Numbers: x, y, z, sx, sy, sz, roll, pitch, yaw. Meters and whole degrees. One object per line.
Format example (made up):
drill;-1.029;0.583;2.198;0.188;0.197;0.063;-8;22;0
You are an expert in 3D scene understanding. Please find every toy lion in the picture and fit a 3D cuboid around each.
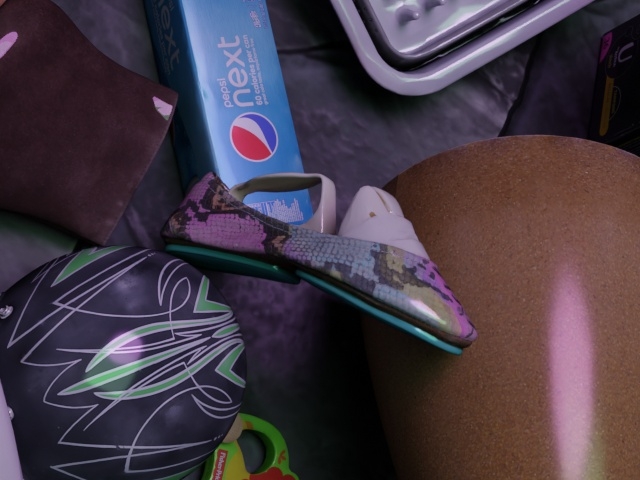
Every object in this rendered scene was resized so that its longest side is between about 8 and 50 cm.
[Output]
toy lion;-0.047;0.172;0.770;0.096;0.034;0.100;20;71;-29

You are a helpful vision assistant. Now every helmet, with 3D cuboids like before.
helmet;-0.127;0.080;0.675;0.169;0.161;0.169;6;75;-25

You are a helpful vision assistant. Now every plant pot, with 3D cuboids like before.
plant pot;0.134;0.107;0.715;0.237;0.237;0.254;20;50;-21

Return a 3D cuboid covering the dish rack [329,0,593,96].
dish rack;0.088;-0.308;0.866;0.285;0.072;0.333;-31;106;-11

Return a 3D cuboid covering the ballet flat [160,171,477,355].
ballet flat;0.000;0.000;0.671;0.077;0.221;0.079;34;76;-56

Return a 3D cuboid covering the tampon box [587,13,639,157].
tampon box;0.332;-0.117;0.984;0.161;0.101;0.120;20;70;-20

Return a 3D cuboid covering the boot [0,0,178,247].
boot;-0.221;-0.044;0.703;0.207;0.090;0.248;33;77;-26

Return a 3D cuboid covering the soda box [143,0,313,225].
soda box;-0.068;-0.098;0.798;0.067;0.071;0.210;-8;82;-27

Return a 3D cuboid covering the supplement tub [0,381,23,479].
supplement tub;-0.325;0.119;0.524;0.325;0.235;0.235;-15;85;-27
